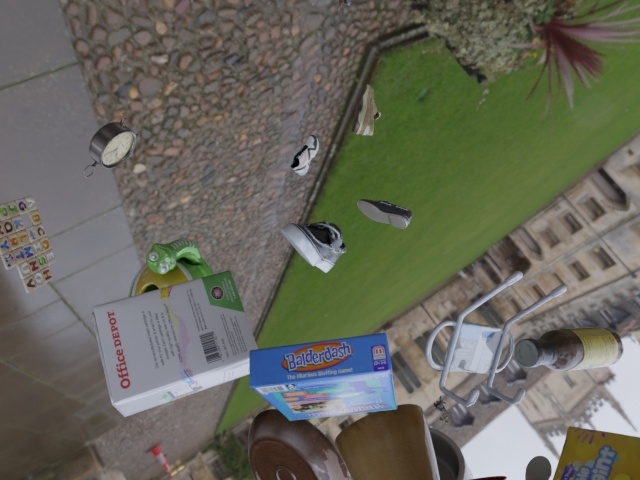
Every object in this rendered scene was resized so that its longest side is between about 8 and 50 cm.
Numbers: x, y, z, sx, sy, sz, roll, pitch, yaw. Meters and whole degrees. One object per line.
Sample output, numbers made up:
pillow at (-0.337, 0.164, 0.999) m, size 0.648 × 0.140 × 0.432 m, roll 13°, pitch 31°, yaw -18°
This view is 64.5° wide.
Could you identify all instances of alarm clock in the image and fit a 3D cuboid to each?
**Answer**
alarm clock at (-0.590, -0.251, 1.405) m, size 0.192 × 0.064 × 0.129 m, roll -54°, pitch 174°, yaw -12°

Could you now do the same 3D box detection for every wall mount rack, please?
wall mount rack at (0.402, 0.215, 1.140) m, size 0.350 × 0.130 × 0.304 m, roll 14°, pitch 94°, yaw -40°

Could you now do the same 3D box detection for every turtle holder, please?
turtle holder at (-0.383, 0.143, 1.356) m, size 0.227 × 0.243 × 0.320 m, roll -38°, pitch -179°, yaw -39°

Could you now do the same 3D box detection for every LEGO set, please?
LEGO set at (0.338, 0.478, 1.426) m, size 0.023 × 0.083 × 0.054 m, roll -20°, pitch 179°, yaw -31°

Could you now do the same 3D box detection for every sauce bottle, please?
sauce bottle at (0.650, 0.286, 1.333) m, size 0.344 × 0.111 × 0.111 m, roll 4°, pitch 146°, yaw -28°

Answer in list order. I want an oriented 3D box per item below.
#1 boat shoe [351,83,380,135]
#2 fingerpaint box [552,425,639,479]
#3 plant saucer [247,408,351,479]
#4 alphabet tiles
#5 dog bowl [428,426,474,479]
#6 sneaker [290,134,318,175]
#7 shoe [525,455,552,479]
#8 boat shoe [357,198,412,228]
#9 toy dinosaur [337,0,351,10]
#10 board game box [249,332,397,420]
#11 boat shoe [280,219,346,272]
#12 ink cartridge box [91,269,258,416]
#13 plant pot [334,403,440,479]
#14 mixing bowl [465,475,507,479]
boat shoe at (0.139, -0.374, 1.478) m, size 0.068 × 0.072 × 0.190 m, roll 117°, pitch -13°, yaw -60°
fingerpaint box at (0.542, 0.653, 0.941) m, size 0.163 × 0.371 × 0.445 m, roll -9°, pitch -150°, yaw 48°
plant saucer at (-0.044, 0.356, 0.783) m, size 0.198 × 0.198 × 0.036 m, roll -46°, pitch 170°, yaw 37°
alphabet tiles at (-0.784, 0.011, 1.347) m, size 0.009 × 0.237 × 0.198 m, roll -12°, pitch -166°, yaw 5°
dog bowl at (0.260, 0.673, 1.445) m, size 0.349 × 0.102 × 0.349 m, roll -12°, pitch -159°, yaw 5°
sneaker at (-0.041, -0.222, 1.306) m, size 0.044 × 0.040 × 0.109 m, roll 18°, pitch 96°, yaw -50°
shoe at (0.573, 0.666, 1.341) m, size 0.063 × 0.081 × 0.178 m, roll 3°, pitch -142°, yaw 31°
boat shoe at (0.225, -0.105, 1.771) m, size 0.065 × 0.206 × 0.075 m, roll -49°, pitch 147°, yaw -27°
toy dinosaur at (0.061, -0.720, 1.477) m, size 0.090 × 0.082 × 0.047 m, roll -33°, pitch 148°, yaw -18°
board game box at (0.014, 0.182, 0.650) m, size 0.160 × 0.047 × 0.210 m, roll -8°, pitch 149°, yaw 5°
boat shoe at (0.000, 0.000, 1.158) m, size 0.102 × 0.108 × 0.301 m, roll -43°, pitch 160°, yaw 2°
ink cartridge box at (-0.287, 0.203, 1.022) m, size 0.278 × 0.201 × 0.117 m, roll -15°, pitch 154°, yaw -20°
plant pot at (0.183, 0.562, 1.200) m, size 0.237 × 0.254 × 0.237 m, roll -13°, pitch 141°, yaw -11°
mixing bowl at (0.282, 0.523, 0.974) m, size 0.181 × 0.098 × 0.181 m, roll -11°, pitch 159°, yaw -4°
